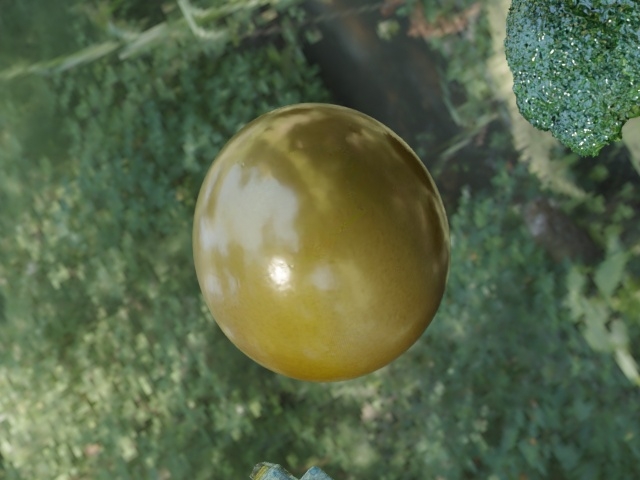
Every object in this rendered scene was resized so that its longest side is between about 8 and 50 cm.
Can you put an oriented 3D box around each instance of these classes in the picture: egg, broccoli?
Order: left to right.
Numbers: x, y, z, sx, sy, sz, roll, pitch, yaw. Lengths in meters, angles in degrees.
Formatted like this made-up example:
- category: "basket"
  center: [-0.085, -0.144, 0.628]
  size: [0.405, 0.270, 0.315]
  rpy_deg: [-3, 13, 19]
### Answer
- category: "egg"
  center: [0.000, 0.000, 1.326]
  size: [0.250, 0.250, 0.322]
  rpy_deg: [50, 167, 30]
- category: "broccoli"
  center: [0.363, -0.259, 1.694]
  size: [0.308, 0.275, 0.308]
  rpy_deg: [-172, 90, -71]

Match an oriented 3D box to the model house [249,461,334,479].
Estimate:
- category: "model house"
  center: [-0.037, 0.386, 1.569]
  size: [0.198, 0.224, 0.215]
  rpy_deg: [42, 167, -7]
